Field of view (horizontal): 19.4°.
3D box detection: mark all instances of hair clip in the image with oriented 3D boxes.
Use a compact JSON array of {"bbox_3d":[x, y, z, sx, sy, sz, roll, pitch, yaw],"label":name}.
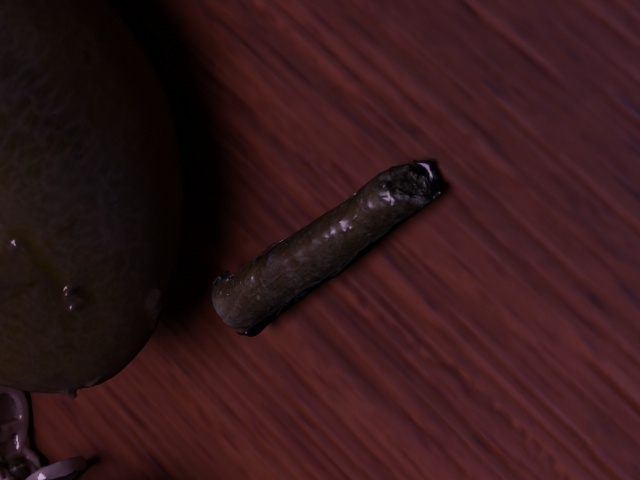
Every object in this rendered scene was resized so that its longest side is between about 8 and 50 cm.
[{"bbox_3d":[-0.189,0.164,0.997,0.072,0.034,0.226,52,131,23],"label":"hair clip"}]

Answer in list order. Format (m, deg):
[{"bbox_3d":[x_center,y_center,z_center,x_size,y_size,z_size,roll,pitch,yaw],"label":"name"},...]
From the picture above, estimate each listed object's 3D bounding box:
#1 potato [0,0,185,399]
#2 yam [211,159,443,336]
[{"bbox_3d":[-0.155,-0.039,0.834,0.178,0.160,0.235,-21,99,58],"label":"potato"},{"bbox_3d":[0.000,0.000,0.788,0.129,0.027,0.033,-38,77,40],"label":"yam"}]
